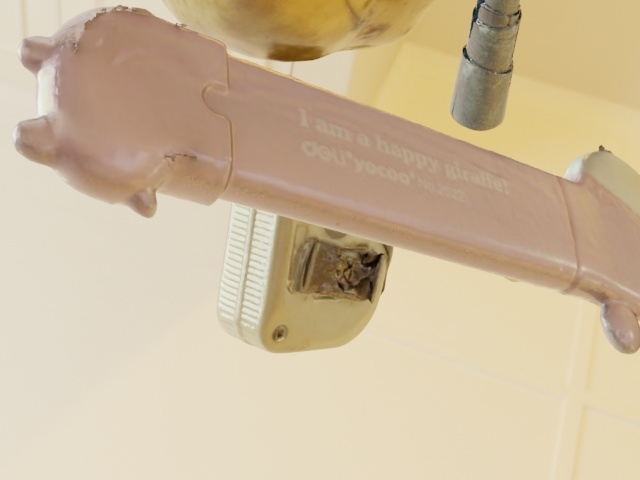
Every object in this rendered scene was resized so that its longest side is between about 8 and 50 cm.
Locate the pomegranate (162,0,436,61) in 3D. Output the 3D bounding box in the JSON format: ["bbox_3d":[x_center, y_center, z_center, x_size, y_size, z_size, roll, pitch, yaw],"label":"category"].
[{"bbox_3d":[-0.018,-0.330,0.951,0.332,0.333,0.333,6,-137,-6],"label":"pomegranate"}]

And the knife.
[{"bbox_3d":[0.047,-0.024,0.476,0.398,0.038,0.132,15,-126,-34],"label":"knife"}]

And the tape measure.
[{"bbox_3d":[0.000,0.000,1.248,0.231,0.271,0.133,-2,-169,-44],"label":"tape measure"}]

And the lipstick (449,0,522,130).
[{"bbox_3d":[0.149,-0.194,0.849,0.053,0.234,0.053,0,-128,0],"label":"lipstick"}]
